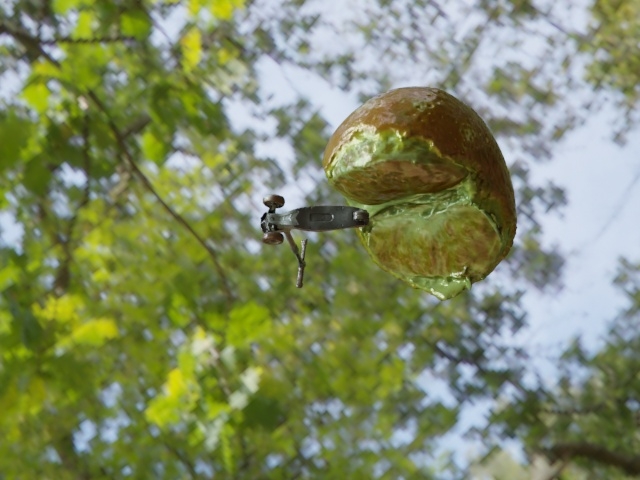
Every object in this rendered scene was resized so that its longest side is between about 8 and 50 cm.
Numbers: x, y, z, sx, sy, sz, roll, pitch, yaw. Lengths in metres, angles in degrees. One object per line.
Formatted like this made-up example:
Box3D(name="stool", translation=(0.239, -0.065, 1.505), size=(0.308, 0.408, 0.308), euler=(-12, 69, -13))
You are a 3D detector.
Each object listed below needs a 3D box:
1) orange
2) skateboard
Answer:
Box3D(name="orange", translation=(0.105, -0.065, 1.709), size=(0.179, 0.158, 0.237), euler=(-16, -50, 27))
Box3D(name="skateboard", translation=(0.000, 0.000, 0.958), size=(0.063, 0.032, 0.083), euler=(-1, -21, 6))
